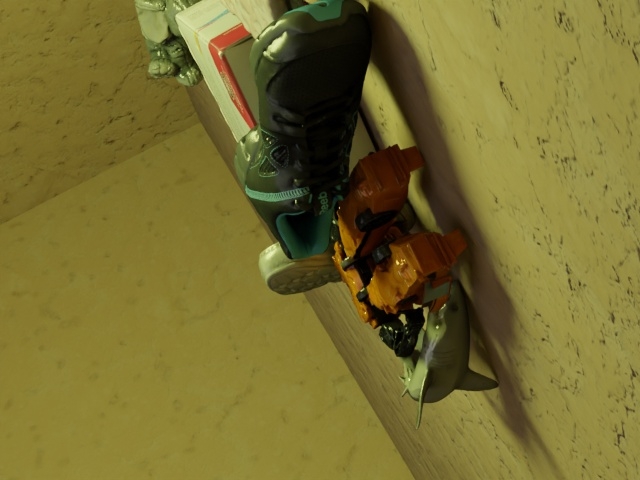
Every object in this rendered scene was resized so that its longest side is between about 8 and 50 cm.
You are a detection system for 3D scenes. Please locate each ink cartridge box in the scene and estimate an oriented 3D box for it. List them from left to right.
[{"bbox_3d":[-0.058,-0.191,1.744,0.226,0.131,0.306,64,176,-23],"label":"ink cartridge box"}]

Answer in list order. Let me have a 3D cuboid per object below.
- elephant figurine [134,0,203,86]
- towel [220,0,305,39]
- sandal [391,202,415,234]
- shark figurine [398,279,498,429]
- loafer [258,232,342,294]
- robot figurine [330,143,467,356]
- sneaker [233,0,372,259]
[{"bbox_3d":[-0.237,-0.395,2.446,0.239,0.186,0.169,99,-172,-63],"label":"elephant figurine"},{"bbox_3d":[-0.117,-0.373,1.451,0.332,0.053,0.317,50,164,42],"label":"towel"},{"bbox_3d":[0.068,-0.054,1.712,0.180,0.049,0.072,25,151,56],"label":"sandal"},{"bbox_3d":[0.155,0.161,1.701,0.278,0.116,0.166,118,158,-74],"label":"shark figurine"},{"bbox_3d":[0.000,0.000,1.788,0.111,0.112,0.319,68,-160,4],"label":"loafer"},{"bbox_3d":[0.078,0.012,1.548,0.291,0.085,0.211,107,139,-72],"label":"robot figurine"},{"bbox_3d":[-0.002,-0.109,1.402,0.341,0.125,0.139,104,148,-60],"label":"sneaker"}]
